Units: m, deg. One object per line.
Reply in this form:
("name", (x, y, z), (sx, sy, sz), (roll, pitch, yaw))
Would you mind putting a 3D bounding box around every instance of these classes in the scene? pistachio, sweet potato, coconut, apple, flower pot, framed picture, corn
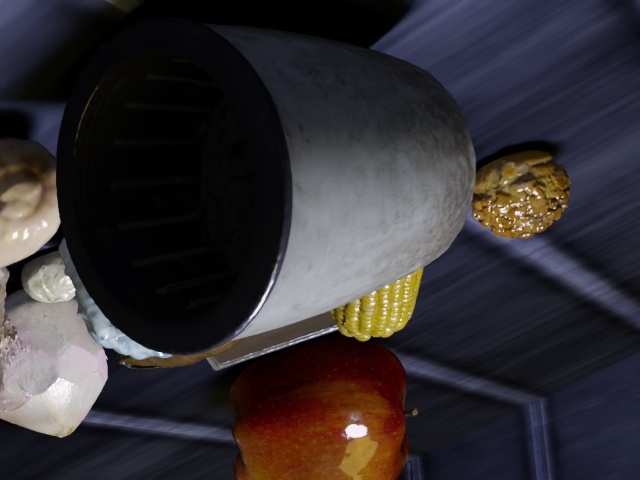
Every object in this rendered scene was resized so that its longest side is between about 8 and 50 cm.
("pistachio", (-0.331, -0.026, 1.496), (0.200, 0.117, 0.145), (-24, -177, 28))
("sweet potato", (-0.182, 0.120, 2.152), (0.112, 0.085, 0.285), (36, 143, -27))
("coconut", (-0.346, 0.154, 1.896), (0.170, 0.183, 0.171), (-21, 162, -7))
("apple", (0.008, 0.302, 2.552), (0.316, 0.288, 0.288), (-8, 163, 8))
("flower pot", (-0.031, -0.056, 1.444), (0.330, 0.294, 0.293), (-5, 158, -47))
("framed picture", (-0.059, 0.142, 2.408), (0.259, 0.023, 0.189), (-19, 162, 0))
("corn", (0.077, 0.027, 2.021), (0.130, 0.130, 0.347), (-14, 152, -15))

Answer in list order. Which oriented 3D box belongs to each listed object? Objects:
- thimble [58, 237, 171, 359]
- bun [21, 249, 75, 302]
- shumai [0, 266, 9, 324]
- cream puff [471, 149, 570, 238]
("thimble", (-0.169, 0.022, 1.724), (0.250, 0.172, 0.205), (-10, 156, -35))
("bun", (-0.311, 0.047, 1.825), (0.086, 0.055, 0.086), (-16, 162, -5))
("shumai", (-0.464, 0.149, 1.646), (0.314, 0.262, 0.267), (-15, 163, -17))
("cream puff", (0.265, -0.057, 2.024), (0.144, 0.103, 0.126), (-7, 158, -49))
